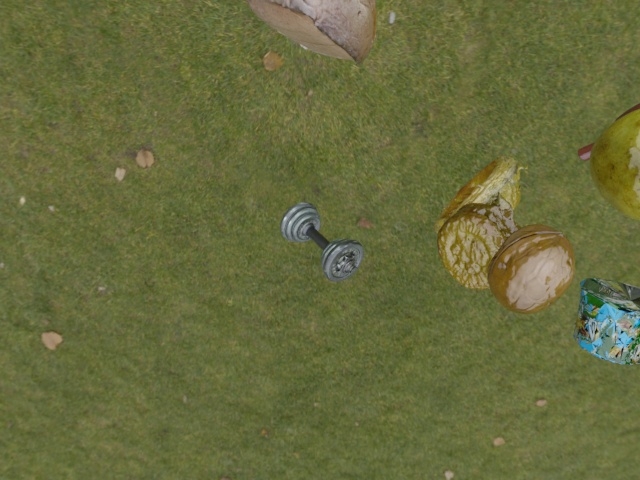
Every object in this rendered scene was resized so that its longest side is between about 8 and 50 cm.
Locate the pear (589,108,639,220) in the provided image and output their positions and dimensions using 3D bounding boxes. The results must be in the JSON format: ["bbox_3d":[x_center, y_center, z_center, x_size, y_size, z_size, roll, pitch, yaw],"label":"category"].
[{"bbox_3d":[0.901,-0.199,1.185,0.304,0.304,0.303,-1,116,-2],"label":"pear"}]

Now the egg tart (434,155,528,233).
[{"bbox_3d":[0.587,-0.140,1.596,0.169,0.388,0.388,46,107,1],"label":"egg tart"}]

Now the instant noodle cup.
[{"bbox_3d":[0.852,0.234,1.266,0.240,0.240,0.178,5,109,-6],"label":"instant noodle cup"}]

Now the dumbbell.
[{"bbox_3d":[0.000,0.000,1.653,0.179,0.406,0.179,-25,137,-26],"label":"dumbbell"}]

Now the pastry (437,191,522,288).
[{"bbox_3d":[0.441,0.019,1.214,0.132,0.235,0.240,-30,90,-27],"label":"pastry"}]

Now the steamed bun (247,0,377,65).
[{"bbox_3d":[0.004,-0.560,1.016,0.252,0.301,0.199,28,102,28],"label":"steamed bun"}]

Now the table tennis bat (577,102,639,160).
[{"bbox_3d":[1.022,-0.356,1.374,0.268,0.051,0.415,9,159,-28],"label":"table tennis bat"}]

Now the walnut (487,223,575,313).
[{"bbox_3d":[0.458,0.063,0.958,0.167,0.167,0.207,17,121,-11],"label":"walnut"}]
